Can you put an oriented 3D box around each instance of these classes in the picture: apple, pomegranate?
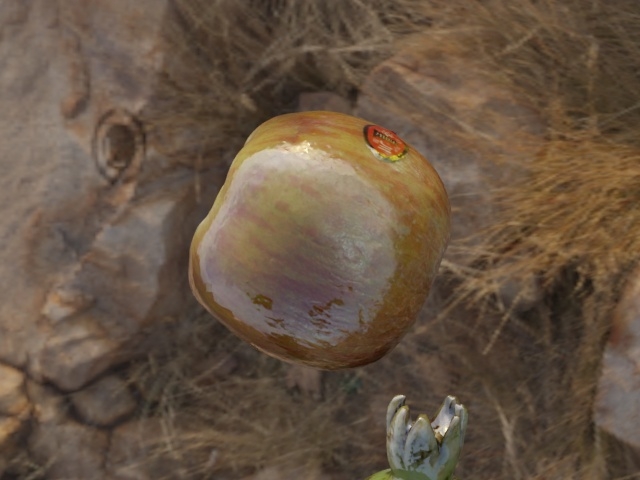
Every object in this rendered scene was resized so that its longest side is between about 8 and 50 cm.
[{"bbox_3d":[0.000,0.000,0.943,0.187,0.211,0.211,25,112,-6],"label":"apple"},{"bbox_3d":[0.134,0.348,1.392,0.242,0.242,0.306,38,126,27],"label":"pomegranate"}]
